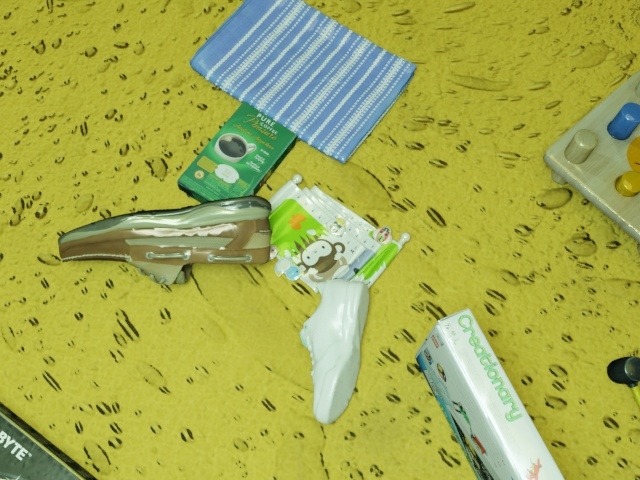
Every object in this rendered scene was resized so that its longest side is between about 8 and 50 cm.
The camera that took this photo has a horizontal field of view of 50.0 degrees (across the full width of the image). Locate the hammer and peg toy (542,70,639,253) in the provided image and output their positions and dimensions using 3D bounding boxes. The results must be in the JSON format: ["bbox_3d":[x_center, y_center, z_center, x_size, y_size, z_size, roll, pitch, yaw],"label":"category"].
[{"bbox_3d":[0.568,-0.163,1.118,0.361,0.127,0.266,-40,72,-16],"label":"hammer and peg toy"}]

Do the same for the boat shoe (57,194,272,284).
[{"bbox_3d":[-0.228,0.010,1.029,0.324,0.122,0.119,-8,96,7],"label":"boat shoe"}]

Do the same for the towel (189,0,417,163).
[{"bbox_3d":[-0.030,-0.306,1.200,0.336,0.040,0.243,33,69,11],"label":"towel"}]

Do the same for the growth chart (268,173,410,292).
[{"bbox_3d":[0.000,0.000,1.093,0.237,0.021,0.172,31,72,11],"label":"growth chart"}]

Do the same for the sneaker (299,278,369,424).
[{"bbox_3d":[0.008,0.160,1.009,0.094,0.080,0.212,6,69,22],"label":"sneaker"}]

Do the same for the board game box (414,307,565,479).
[{"bbox_3d":[0.227,0.256,0.902,0.053,0.193,0.305,-23,71,-10],"label":"board game box"}]

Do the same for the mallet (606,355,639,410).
[{"bbox_3d":[0.470,0.260,0.997,0.039,0.062,0.189,-17,84,-7],"label":"mallet"}]

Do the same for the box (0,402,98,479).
[{"bbox_3d":[-0.419,0.392,0.893,0.322,0.079,0.257,34,73,11],"label":"box"}]

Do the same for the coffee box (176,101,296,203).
[{"bbox_3d":[-0.134,-0.130,1.130,0.113,0.040,0.184,32,71,9],"label":"coffee box"}]
